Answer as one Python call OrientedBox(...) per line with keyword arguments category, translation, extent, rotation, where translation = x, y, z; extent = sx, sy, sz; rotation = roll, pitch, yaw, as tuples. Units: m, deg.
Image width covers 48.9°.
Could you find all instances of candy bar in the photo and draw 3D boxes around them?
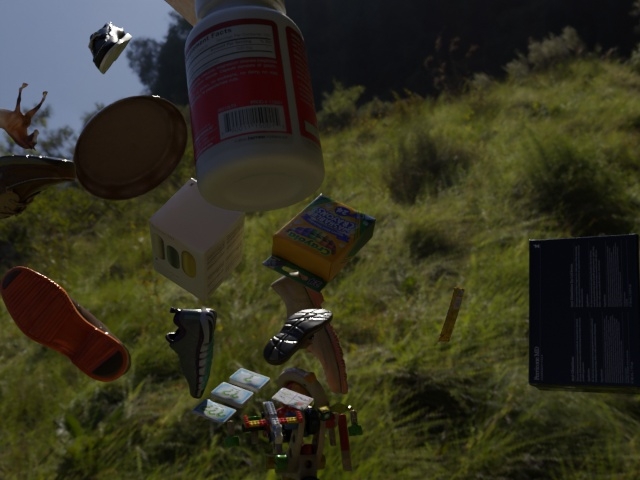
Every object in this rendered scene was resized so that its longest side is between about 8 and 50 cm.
OrientedBox(category="candy bar", translation=(0.355, 0.200, 1.906), extent=(0.018, 0.040, 0.161), rotation=(25, 102, 60))

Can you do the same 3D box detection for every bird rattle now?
OrientedBox(category="bird rattle", translation=(-0.041, 0.439, 1.947), extent=(0.143, 0.206, 0.254), rotation=(-30, 16, -33))

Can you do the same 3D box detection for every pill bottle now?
OrientedBox(category="pill bottle", translation=(-0.130, -0.277, 1.303), extent=(0.229, 0.407, 0.229), rotation=(-7, -19, -3))

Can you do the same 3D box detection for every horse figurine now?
OrientedBox(category="horse figurine", translation=(-0.885, -0.366, 1.959), extent=(0.066, 0.264, 0.174), rotation=(142, 146, -88))

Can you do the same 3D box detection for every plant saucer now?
OrientedBox(category="plant saucer", translation=(-0.484, -0.240, 1.787), extent=(0.311, 0.050, 0.310), rotation=(-28, -37, -24))

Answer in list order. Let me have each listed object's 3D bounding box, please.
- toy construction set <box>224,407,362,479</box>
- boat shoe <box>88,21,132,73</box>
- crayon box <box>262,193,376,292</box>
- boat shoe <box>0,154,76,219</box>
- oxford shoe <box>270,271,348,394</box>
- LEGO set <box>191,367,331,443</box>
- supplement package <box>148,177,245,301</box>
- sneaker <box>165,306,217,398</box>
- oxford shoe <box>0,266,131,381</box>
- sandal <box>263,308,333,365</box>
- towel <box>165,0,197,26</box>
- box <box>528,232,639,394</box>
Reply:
OrientedBox(category="toy construction set", translation=(-0.024, 0.525, 1.646), extent=(0.309, 0.237, 0.258), rotation=(12, -26, -43))
OrientedBox(category="boat shoe", translation=(-0.619, -0.556, 2.017), extent=(0.114, 0.091, 0.302), rotation=(-53, 19, 12))
OrientedBox(category="crayon box", translation=(0.000, 0.000, 2.105), extent=(0.323, 0.203, 0.083), rotation=(-44, -28, -43))
OrientedBox(category="boat shoe", translation=(-0.633, -0.103, 1.422), extent=(0.123, 0.324, 0.119), rotation=(-3, -91, -67))
OrientedBox(category="oxford shoe", translation=(-0.028, 0.281, 2.097), extent=(0.147, 0.396, 0.140), rotation=(-21, -13, -4))
OrientedBox(category="LEGO set", translation=(-0.107, 0.322, 1.409), extent=(0.182, 0.244, 0.060), rotation=(-32, -48, -57))
OrientedBox(category="supplement package", translation=(-0.361, 0.001, 2.078), extent=(0.198, 0.199, 0.262), rotation=(-51, -15, -33))
OrientedBox(category="sneaker", translation=(-0.276, 0.231, 1.477), extent=(0.083, 0.098, 0.223), rotation=(-84, 4, -63))
OrientedBox(category="oxford shoe", translation=(-0.601, 0.203, 1.666), extent=(0.130, 0.364, 0.133), rotation=(-47, -3, -8))
OrientedBox(category="sandal", translation=(-0.051, 0.233, 1.667), extent=(0.219, 0.090, 0.060), rotation=(-44, -43, -43))
OrientedBox(category="towel", translation=(-0.402, -0.749, 1.932), extent=(0.053, 0.317, 0.332), rotation=(-51, 7, -18))
OrientedBox(category="box", translation=(0.465, 0.130, 1.230), extent=(0.103, 0.185, 0.261), rotation=(34, -122, -59))
